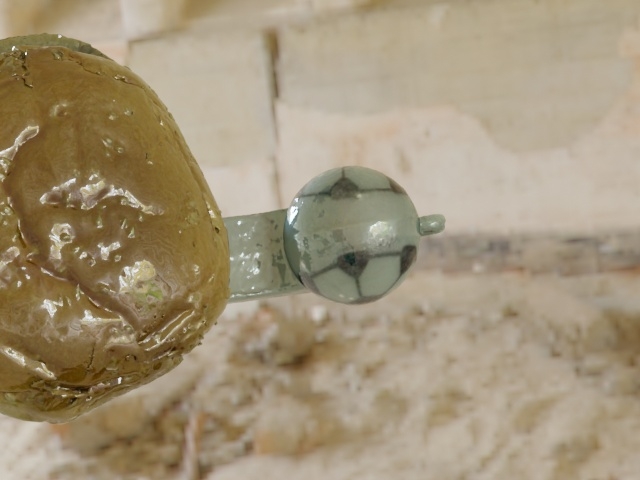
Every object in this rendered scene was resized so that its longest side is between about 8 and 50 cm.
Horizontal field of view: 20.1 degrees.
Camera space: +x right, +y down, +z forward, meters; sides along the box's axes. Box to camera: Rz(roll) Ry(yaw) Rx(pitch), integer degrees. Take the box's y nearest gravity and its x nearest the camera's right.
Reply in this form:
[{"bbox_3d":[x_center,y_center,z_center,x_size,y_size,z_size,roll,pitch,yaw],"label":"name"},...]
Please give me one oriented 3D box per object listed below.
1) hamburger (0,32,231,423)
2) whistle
[{"bbox_3d":[-0.205,-0.014,1.345,0.265,0.285,0.134,-29,4,-18],"label":"hamburger"},{"bbox_3d":[0.000,0.000,1.940,0.289,0.164,0.163,-8,7,-17],"label":"whistle"}]
